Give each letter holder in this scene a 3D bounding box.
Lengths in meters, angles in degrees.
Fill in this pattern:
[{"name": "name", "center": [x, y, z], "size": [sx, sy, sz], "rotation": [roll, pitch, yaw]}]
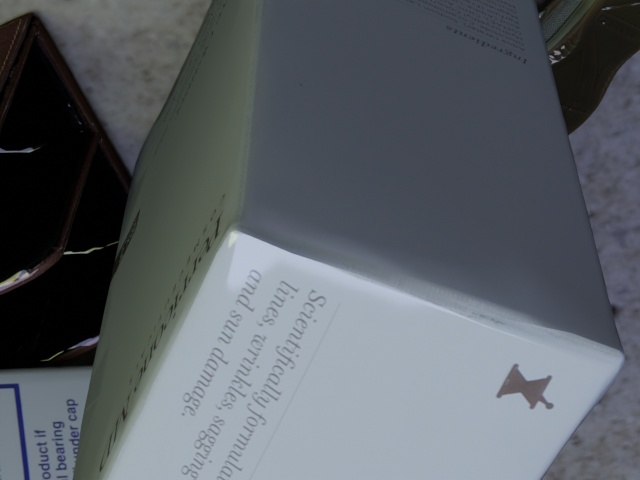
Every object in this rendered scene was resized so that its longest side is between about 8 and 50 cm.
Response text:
[{"name": "letter holder", "center": [-0.263, 0.037, 0.886], "size": [0.302, 0.214, 0.152], "rotation": [-21, 117, 13]}]

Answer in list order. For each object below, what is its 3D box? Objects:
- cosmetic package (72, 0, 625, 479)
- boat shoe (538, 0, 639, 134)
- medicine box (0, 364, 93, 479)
[{"name": "cosmetic package", "center": [0.000, 0.000, 0.759], "size": [0.156, 0.385, 0.217], "rotation": [21, 118, -10]}, {"name": "boat shoe", "center": [0.130, -0.103, 0.898], "size": [0.056, 0.048, 0.153], "rotation": [23, 126, -25]}, {"name": "medicine box", "center": [-0.161, 0.193, 0.918], "size": [0.289, 0.149, 0.263], "rotation": [0, 147, -19]}]
